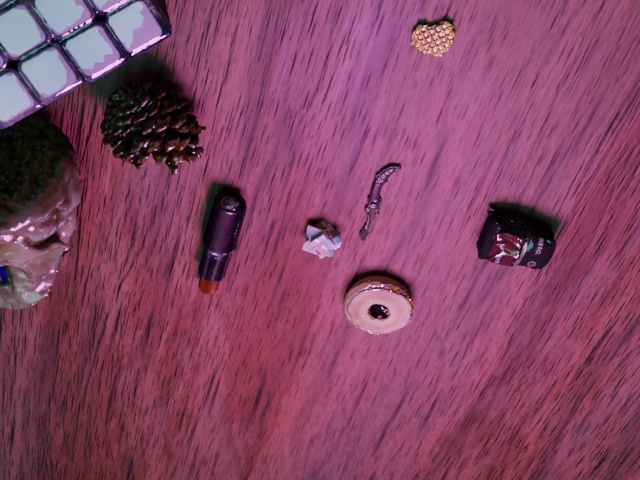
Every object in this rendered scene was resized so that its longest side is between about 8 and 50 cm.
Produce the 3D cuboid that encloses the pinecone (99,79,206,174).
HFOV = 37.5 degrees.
[{"bbox_3d":[-0.340,-0.229,1.912,0.179,0.184,0.205,-51,137,10],"label":"pinecone"}]

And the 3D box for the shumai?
[{"bbox_3d":[-0.674,-0.060,2.024,0.395,0.394,0.348,-2,150,8],"label":"shumai"}]

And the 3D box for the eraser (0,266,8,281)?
[{"bbox_3d":[-0.794,0.117,2.132,0.102,0.332,0.155,-1,129,8],"label":"eraser"}]

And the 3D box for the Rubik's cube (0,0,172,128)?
[{"bbox_3d":[-0.484,-0.448,1.588,0.337,0.344,0.343,-29,121,5],"label":"Rubik's cube"}]

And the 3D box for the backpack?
[{"bbox_3d":[0.431,0.005,2.063,0.165,0.105,0.120,12,125,0],"label":"backpack"}]

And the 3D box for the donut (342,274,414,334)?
[{"bbox_3d":[0.137,0.150,2.237,0.175,0.068,0.174,2,132,3],"label":"donut"}]

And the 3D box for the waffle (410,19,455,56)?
[{"bbox_3d":[0.217,-0.392,1.821,0.085,0.016,0.078,5,129,3],"label":"waffle"}]

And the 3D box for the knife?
[{"bbox_3d":[0.118,-0.082,2.079,0.046,0.021,0.222,15,128,-10],"label":"knife"}]

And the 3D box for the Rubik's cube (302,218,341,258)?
[{"bbox_3d":[0.000,0.002,2.126,0.084,0.073,0.075,26,126,-17],"label":"Rubik's cube"}]

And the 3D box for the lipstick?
[{"bbox_3d":[-0.232,0.013,2.155,0.081,0.081,0.299,14,132,-6],"label":"lipstick"}]
